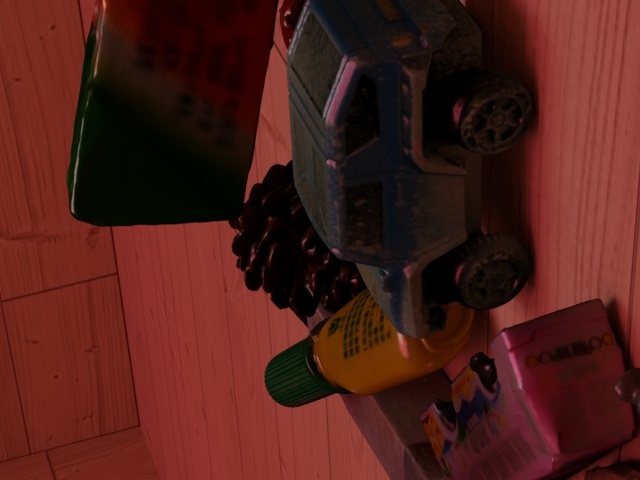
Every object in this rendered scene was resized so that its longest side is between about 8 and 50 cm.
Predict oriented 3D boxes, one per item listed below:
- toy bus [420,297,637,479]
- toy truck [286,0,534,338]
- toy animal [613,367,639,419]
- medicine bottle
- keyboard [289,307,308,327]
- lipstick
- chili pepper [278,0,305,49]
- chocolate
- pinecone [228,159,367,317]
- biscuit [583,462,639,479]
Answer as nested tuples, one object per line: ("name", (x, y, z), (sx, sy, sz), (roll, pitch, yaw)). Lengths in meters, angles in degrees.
("toy bus", (0.154, 0.128, 1.475), (0.274, 0.090, 0.112), (118, 133, -71))
("toy truck", (0.065, -0.065, 1.506), (0.155, 0.156, 0.278), (-119, 20, -50))
("toy animal", (0.264, 0.083, 0.979), (0.236, 0.138, 0.108), (18, 83, 49))
("medicine bottle", (0.035, 0.095, 1.780), (0.309, 0.076, 0.111), (-28, 34, 58))
("keyboard", (-0.035, 0.042, 2.372), (0.310, 0.018, 0.100), (-138, 35, -69))
("lipstick", (0.076, 0.152, 1.868), (0.371, 0.080, 0.076), (-123, 23, -58))
("chili pepper", (0.011, -0.221, 1.707), (0.144, 0.136, 0.252), (52, -176, -19))
("chocolate", (-0.122, -0.195, 1.822), (0.360, 0.161, 0.341), (-95, 15, -80))
("pinecone", (0.000, 0.000, 1.897), (0.173, 0.174, 0.173), (166, 90, -78))
("biscuit", (0.220, 0.260, 1.458), (0.133, 0.032, 0.250), (-133, 31, -65))
